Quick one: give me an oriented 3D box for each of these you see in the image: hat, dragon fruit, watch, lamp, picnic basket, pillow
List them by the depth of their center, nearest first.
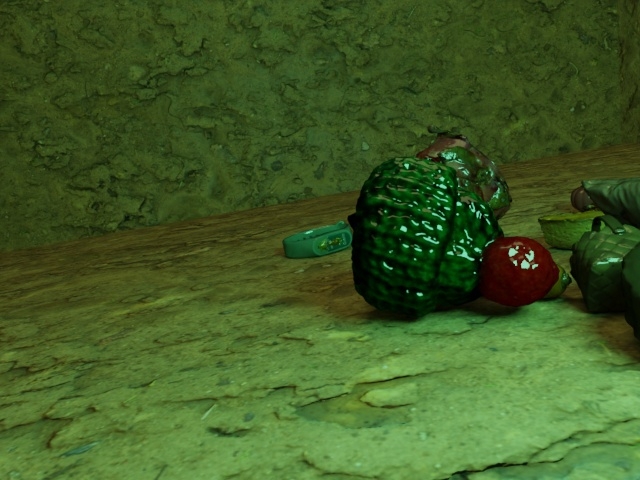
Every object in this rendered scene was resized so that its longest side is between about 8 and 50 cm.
[{"bbox_3d":[0.484,0.030,0.786,0.137,0.128,0.178,-4,22,16],"label":"picnic basket"},{"bbox_3d":[0.579,-0.020,0.800,0.084,0.236,0.223,-43,10,-2],"label":"pillow"},{"bbox_3d":[0.230,0.008,0.825,0.332,0.274,0.242,14,30,20],"label":"hat"},{"bbox_3d":[0.312,-0.101,1.301,0.263,0.314,0.296,-42,-8,-15],"label":"dragon fruit"},{"bbox_3d":[0.783,-0.123,1.390,0.107,0.093,0.107,-9,12,2],"label":"lamp"},{"bbox_3d":[0.000,0.000,1.509,0.237,0.068,0.195,-19,12,-24],"label":"watch"}]

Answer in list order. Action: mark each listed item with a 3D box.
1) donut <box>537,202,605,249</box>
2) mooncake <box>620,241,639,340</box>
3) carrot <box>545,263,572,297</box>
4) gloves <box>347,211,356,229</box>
[{"bbox_3d":[0.623,-0.032,1.099,0.217,0.085,0.141,-13,12,-11],"label":"donut"},{"bbox_3d":[0.494,0.064,0.578,0.228,0.124,0.228,-23,21,9],"label":"mooncake"},{"bbox_3d":[0.342,0.068,0.884,0.067,0.067,0.225,-19,13,-39],"label":"carrot"},{"bbox_3d":[0.207,-0.067,1.561,0.164,0.124,0.203,26,38,35],"label":"gloves"}]
